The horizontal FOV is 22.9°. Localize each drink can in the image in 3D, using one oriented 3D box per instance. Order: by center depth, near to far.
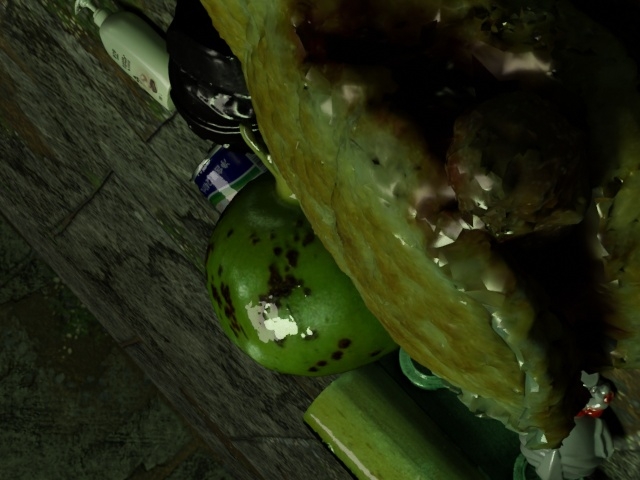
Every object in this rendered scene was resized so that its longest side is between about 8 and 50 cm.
[{"bbox_3d":[-0.016,-0.009,1.544,0.235,0.097,0.097,45,163,5],"label":"drink can"}]

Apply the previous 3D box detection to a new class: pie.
[{"bbox_3d":[0.067,-0.066,1.084,0.418,0.180,0.395,44,164,39],"label":"pie"}]

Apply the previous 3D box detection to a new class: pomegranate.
[{"bbox_3d":[0.000,0.000,1.362,0.211,0.211,0.263,30,137,46],"label":"pomegranate"}]

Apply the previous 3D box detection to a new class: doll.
[{"bbox_3d":[0.217,0.158,1.395,0.094,0.079,0.180,17,140,15],"label":"doll"}]

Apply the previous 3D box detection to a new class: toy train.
[{"bbox_3d":[0.126,0.221,1.545,0.307,0.189,0.126,46,170,19],"label":"toy train"}]

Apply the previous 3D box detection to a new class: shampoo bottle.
[{"bbox_3d":[-0.195,-0.205,1.632,0.152,0.045,0.077,45,164,10],"label":"shampoo bottle"}]

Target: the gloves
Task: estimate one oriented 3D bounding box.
[{"bbox_3d":[-0.068,-0.132,1.383,0.203,0.124,0.164,80,163,-47],"label":"gloves"}]
